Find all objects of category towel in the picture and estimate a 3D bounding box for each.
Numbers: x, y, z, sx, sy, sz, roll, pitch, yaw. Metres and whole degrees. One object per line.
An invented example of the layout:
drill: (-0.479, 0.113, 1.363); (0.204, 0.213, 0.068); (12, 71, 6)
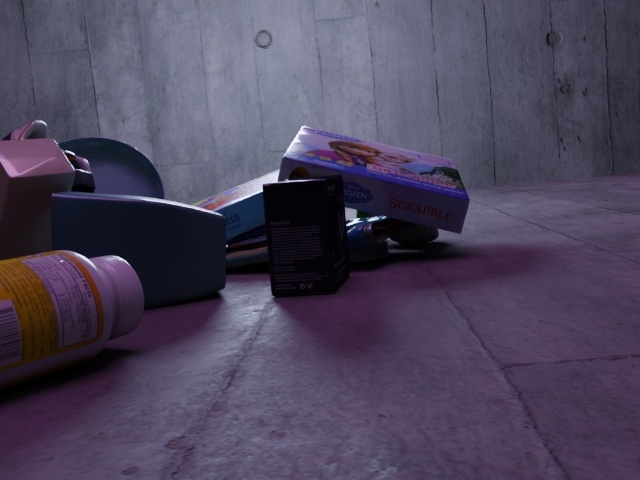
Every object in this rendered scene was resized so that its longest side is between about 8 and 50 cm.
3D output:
towel: (-0.027, -0.003, 1.381); (0.370, 0.040, 0.271); (-9, 6, 26)

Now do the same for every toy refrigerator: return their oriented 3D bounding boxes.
toy refrigerator: (-0.479, -0.031, 1.197); (0.102, 0.269, 0.094); (-12, 53, -42)

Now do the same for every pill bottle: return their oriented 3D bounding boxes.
pill bottle: (-0.275, 0.072, 0.724); (0.118, 0.117, 0.208); (-1, 8, 35)

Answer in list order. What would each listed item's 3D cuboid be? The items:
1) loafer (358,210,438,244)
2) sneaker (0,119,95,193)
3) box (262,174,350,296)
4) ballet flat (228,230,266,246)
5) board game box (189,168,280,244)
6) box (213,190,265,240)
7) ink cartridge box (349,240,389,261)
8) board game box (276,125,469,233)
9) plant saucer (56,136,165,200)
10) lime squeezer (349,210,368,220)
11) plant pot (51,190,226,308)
loafer: (0.137, -0.088, 1.590); (0.112, 0.112, 0.319); (15, 26, -33)
sneaker: (-0.461, -0.076, 1.348); (0.127, 0.321, 0.126); (-42, -8, 12)
box: (-0.017, -0.012, 1.097); (0.093, 0.158, 0.156); (-4, 7, 11)
ballet flat: (-0.155, -0.048, 1.855); (0.095, 0.096, 0.280); (-4, 6, 23)
board game box: (-0.138, -0.078, 1.646); (0.347, 0.078, 0.233); (-22, 13, 2)
box: (-0.192, -0.021, 1.414); (0.244, 0.060, 0.100); (-24, 0, -11)
ink cartridge box: (0.060, 0.020, 1.338); (0.063, 0.029, 0.115); (-10, 4, -34)
board game box: (0.097, -0.121, 1.390); (0.319, 0.065, 0.318); (13, 18, 0)
plant saucer: (-0.457, -0.058, 1.467); (0.318, 0.317, 0.043); (-6, -26, -4)
lime squeezer: (0.060, -0.048, 1.628); (0.059, 0.110, 0.310); (-48, 9, 38)
plant pot: (-0.258, 0.015, 1.099); (0.235, 0.165, 0.165); (1, 4, -13)
